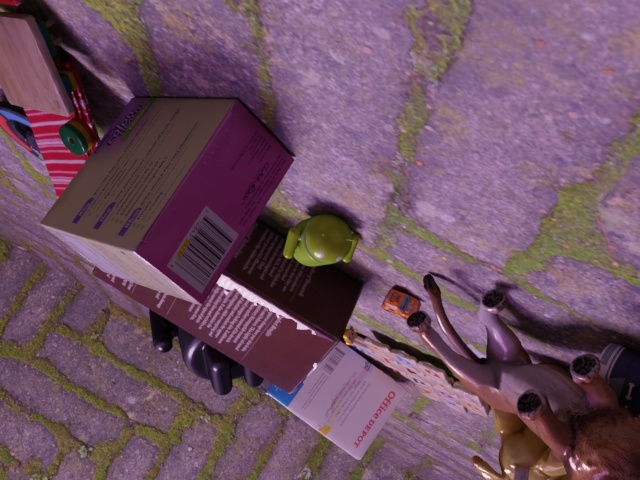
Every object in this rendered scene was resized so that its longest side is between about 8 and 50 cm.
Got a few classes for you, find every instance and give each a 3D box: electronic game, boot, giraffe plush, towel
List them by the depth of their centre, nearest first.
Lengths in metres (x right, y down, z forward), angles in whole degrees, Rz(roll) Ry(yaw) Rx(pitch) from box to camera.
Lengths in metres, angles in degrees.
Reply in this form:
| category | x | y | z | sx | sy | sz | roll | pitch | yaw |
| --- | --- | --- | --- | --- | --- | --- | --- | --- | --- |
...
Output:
| category | x | y | z | sx | sy | sz | roll | pitch | yaw |
| --- | --- | --- | --- | --- | --- | --- | --- | --- | --- |
| boot | 0.390 | 0.197 | 1.043 | 0.086 | 0.069 | 0.190 | 26 | 163 | 35 |
| giraffe plush | 0.330 | 0.296 | 1.212 | 0.181 | 0.210 | 0.170 | 13 | 163 | 38 |
| towel | -0.368 | -0.130 | 1.234 | 0.199 | 0.031 | 0.275 | 11 | 121 | 50 |
| electronic game | -0.480 | -0.169 | 1.514 | 0.229 | 0.048 | 0.229 | 28 | 163 | 9 |

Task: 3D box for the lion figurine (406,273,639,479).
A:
| category | x | y | z | sx | sy | sz | roll | pitch | yaw |
| --- | --- | --- | --- | --- | --- | --- | --- | --- | --- |
| lion figurine | 0.270 | 0.197 | 1.045 | 0.240 | 0.142 | 0.392 | 50 | 180 | -36 |

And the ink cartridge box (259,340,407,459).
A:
| category | x | y | z | sx | sy | sz | roll | pitch | yaw |
| --- | --- | --- | --- | --- | --- | --- | --- | --- | --- |
| ink cartridge box | 0.021 | 0.303 | 1.741 | 0.232 | 0.171 | 0.168 | 38 | 170 | -4 |

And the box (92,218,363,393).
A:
| category | x | y | z | sx | sy | sz | roll | pitch | yaw |
| --- | --- | --- | --- | --- | --- | --- | --- | --- | --- |
| box | -0.147 | 0.061 | 1.352 | 0.381 | 0.143 | 0.191 | 34 | 136 | -4 |

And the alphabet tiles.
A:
| category | x | y | z | sx | sy | sz | roll | pitch | yaw |
| --- | --- | --- | --- | --- | --- | --- | --- | --- | --- |
| alphabet tiles | 0.191 | 0.260 | 1.651 | 0.284 | 0.021 | 0.278 | 22 | 164 | 28 |

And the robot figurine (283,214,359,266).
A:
| category | x | y | z | sx | sy | sz | roll | pitch | yaw |
| --- | --- | --- | --- | --- | --- | --- | --- | --- | --- |
| robot figurine | 0.000 | 0.000 | 1.146 | 0.101 | 0.067 | 0.115 | 7 | 172 | -23 |

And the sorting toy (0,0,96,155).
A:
| category | x | y | z | sx | sy | sz | roll | pitch | yaw |
| --- | --- | --- | --- | --- | --- | --- | --- | --- | --- |
| sorting toy | -0.370 | -0.240 | 1.077 | 0.132 | 0.046 | 0.275 | 15 | 136 | 36 |

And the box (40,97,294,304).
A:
| category | x | y | z | sx | sy | sz | roll | pitch | yaw |
| --- | --- | --- | --- | --- | --- | --- | --- | --- | --- |
| box | -0.192 | -0.058 | 1.051 | 0.243 | 0.214 | 0.117 | 11 | 154 | 47 |

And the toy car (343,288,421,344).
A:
| category | x | y | z | sx | sy | sz | roll | pitch | yaw |
| --- | --- | --- | --- | --- | --- | --- | --- | --- | --- |
| toy car | 0.090 | 0.118 | 1.263 | 0.060 | 0.122 | 0.040 | 42 | 175 | 29 |

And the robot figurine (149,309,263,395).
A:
| category | x | y | z | sx | sy | sz | roll | pitch | yaw |
| --- | --- | --- | --- | --- | --- | --- | --- | --- | --- |
| robot figurine | -0.179 | 0.137 | 1.539 | 0.209 | 0.173 | 0.278 | 20 | -147 | -37 |
